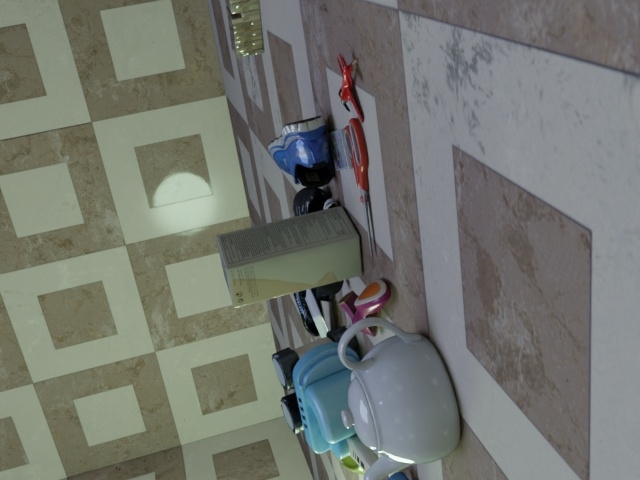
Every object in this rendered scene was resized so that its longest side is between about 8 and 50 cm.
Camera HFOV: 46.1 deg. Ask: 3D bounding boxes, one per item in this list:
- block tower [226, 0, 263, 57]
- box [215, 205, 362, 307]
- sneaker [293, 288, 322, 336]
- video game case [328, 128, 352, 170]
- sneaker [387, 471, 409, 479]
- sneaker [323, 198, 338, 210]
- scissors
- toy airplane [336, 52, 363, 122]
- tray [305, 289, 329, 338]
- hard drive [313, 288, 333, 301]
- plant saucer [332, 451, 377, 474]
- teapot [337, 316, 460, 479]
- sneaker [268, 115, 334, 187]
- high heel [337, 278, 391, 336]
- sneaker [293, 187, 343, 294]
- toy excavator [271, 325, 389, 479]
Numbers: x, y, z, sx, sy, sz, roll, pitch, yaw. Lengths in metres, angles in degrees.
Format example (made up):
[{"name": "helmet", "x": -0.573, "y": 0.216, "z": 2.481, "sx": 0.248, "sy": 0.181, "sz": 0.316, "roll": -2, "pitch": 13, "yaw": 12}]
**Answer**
[{"name": "block tower", "x": -0.237, "y": -0.712, "z": 2.272, "sx": 0.335, "sy": 0.091, "sz": 0.097, "roll": 87, "pitch": 166, "yaw": -48}, {"name": "box", "x": -0.072, "y": 0.034, "z": 1.741, "sx": 0.148, "sy": 0.311, "sz": 0.121, "roll": -115, "pitch": 15, "yaw": -54}, {"name": "sneaker", "x": -0.037, "y": 0.205, "z": 2.452, "sx": 0.090, "sy": 0.081, "sz": 0.232, "roll": -131, "pitch": 22, "yaw": -63}, {"name": "video game case", "x": 0.043, "y": -0.200, "z": 1.662, "sx": 0.122, "sy": 0.011, "sz": 0.087, "roll": -162, "pitch": 58, "yaw": -78}, {"name": "sneaker", "x": 0.215, "y": 0.631, "z": 1.721, "sx": 0.209, "sy": 0.069, "sz": 0.082, "roll": 66, "pitch": -159, "yaw": 7}, {"name": "sneaker", "x": 0.015, "y": -0.048, "z": 1.828, "sx": 0.044, "sy": 0.040, "sz": 0.109, "roll": -135, "pitch": 59, "yaw": -75}, {"name": "scissors", "x": 0.087, "y": -0.100, "z": 1.527, "sx": 0.109, "sy": 0.021, "sz": 0.297, "roll": -160, "pitch": 59, "yaw": -76}, {"name": "toy airplane", "x": 0.052, "y": -0.299, "z": 1.441, "sx": 0.151, "sy": 0.028, "sz": 0.151, "roll": 165, "pitch": 90, "yaw": -79}, {"name": "tray", "x": 0.007, "y": 0.265, "z": 2.260, "sx": 0.145, "sy": 0.030, "sz": 0.270, "roll": -114, "pitch": 2, "yaw": -47}, {"name": "hard drive", "x": -0.005, "y": 0.057, "z": 2.130, "sx": 0.254, "sy": 0.054, "sz": 0.172, "roll": 94, "pitch": 160, "yaw": -59}, {"name": "plant saucer", "x": 0.075, "y": 0.574, "z": 2.189, "sx": 0.241, "sy": 0.037, "sz": 0.241, "roll": 33, "pitch": 132, "yaw": 46}, {"name": "teapot", "x": 0.127, "y": 0.293, "z": 1.368, "sx": 0.252, "sy": 0.187, "sz": 0.256, "roll": 98, "pitch": 157, "yaw": -63}, {"name": "sneaker", "x": -0.045, "y": -0.190, "z": 1.821, "sx": 0.330, "sy": 0.130, "sz": 0.147, "roll": 148, "pitch": 108, "yaw": -82}, {"name": "high heel", "x": 0.120, "y": 0.156, "z": 1.614, "sx": 0.117, "sy": 0.082, "sz": 0.244, "roll": 46, "pitch": 155, "yaw": -5}, {"name": "sneaker", "x": 0.000, "y": 0.000, "z": 1.914, "sx": 0.130, "sy": 0.109, "sz": 0.286, "roll": 167, "pitch": 87, "yaw": -74}, {"name": "toy excavator", "x": 0.076, "y": 0.498, "z": 1.927, "sx": 0.445, "sy": 0.222, "sz": 0.432, "roll": -142, "pitch": 38, "yaw": -60}]
